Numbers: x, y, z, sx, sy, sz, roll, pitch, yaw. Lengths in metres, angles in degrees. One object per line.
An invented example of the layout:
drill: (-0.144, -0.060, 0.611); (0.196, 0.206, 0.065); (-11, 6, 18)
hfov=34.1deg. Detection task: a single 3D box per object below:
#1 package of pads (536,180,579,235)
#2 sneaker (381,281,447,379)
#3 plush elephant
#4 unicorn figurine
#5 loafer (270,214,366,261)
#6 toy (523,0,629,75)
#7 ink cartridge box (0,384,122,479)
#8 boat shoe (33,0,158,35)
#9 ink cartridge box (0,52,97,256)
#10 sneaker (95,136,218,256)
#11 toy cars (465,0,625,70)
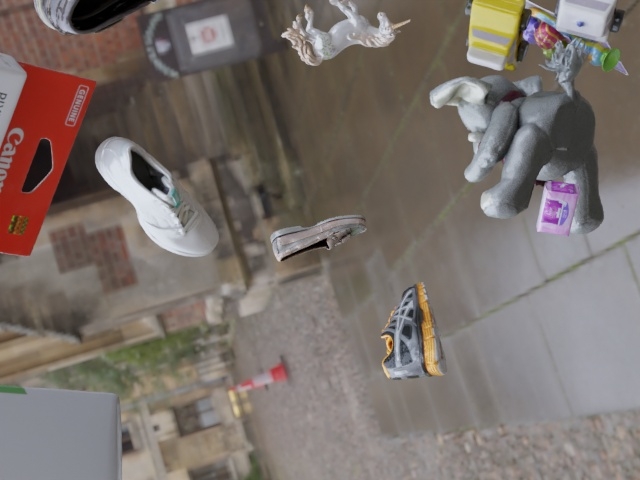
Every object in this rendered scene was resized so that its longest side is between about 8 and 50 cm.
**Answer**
package of pads: (0.350, -0.047, 1.544); (0.032, 0.050, 0.083); (-75, -10, -50)
sneaker: (0.126, 0.127, 1.484); (0.215, 0.083, 0.084); (-84, -25, -69)
plush elephant: (0.331, -0.188, 1.820); (0.255, 0.271, 0.330); (14, 102, 53)
unicorn figurine: (0.036, -0.303, 1.486); (0.111, 0.162, 0.060); (57, -171, 8)
loafer: (0.000, 0.000, 1.336); (0.045, 0.125, 0.039); (81, 177, -62)
toy: (0.403, -0.343, 1.787); (0.237, 0.056, 0.137); (35, -179, 40)
ink cartridge box: (-0.269, 0.189, 0.824); (0.219, 0.160, 0.093); (-38, 49, 50)
boat shoe: (-0.249, -0.409, 1.540); (0.130, 0.355, 0.132); (45, 172, 42)
ink cartridge box: (-0.420, -0.095, 1.293); (0.060, 0.238, 0.275); (45, 116, 46)
sneaker: (-0.203, -0.051, 1.377); (0.212, 0.080, 0.094); (45, 157, -28)
toy cars: (0.331, -0.327, 1.598); (0.393, 0.176, 0.087); (-8, 56, 60)
